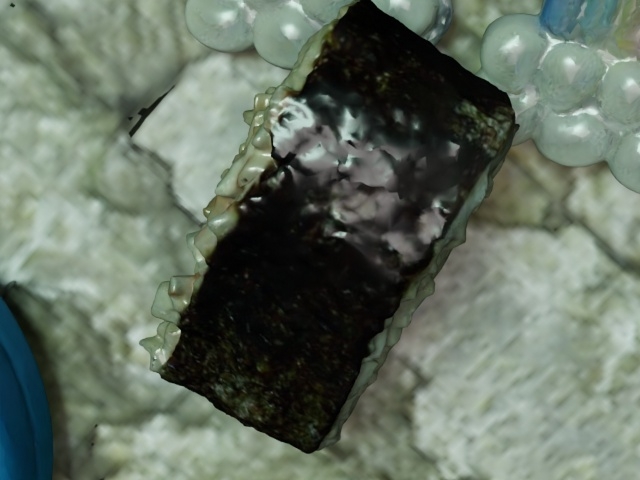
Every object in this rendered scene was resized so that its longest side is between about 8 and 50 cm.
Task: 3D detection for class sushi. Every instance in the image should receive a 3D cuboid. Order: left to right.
[{"bbox_3d":[0.000,0.000,0.403,0.078,0.090,0.150,31,132,2],"label":"sushi"}]

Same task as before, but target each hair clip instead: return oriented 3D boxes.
[{"bbox_3d":[0.072,-0.096,0.407,0.220,0.054,0.140,19,119,4],"label":"hair clip"}]

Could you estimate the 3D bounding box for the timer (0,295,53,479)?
[{"bbox_3d":[-0.284,0.050,0.451,0.309,0.115,0.340,-33,98,11],"label":"timer"}]
